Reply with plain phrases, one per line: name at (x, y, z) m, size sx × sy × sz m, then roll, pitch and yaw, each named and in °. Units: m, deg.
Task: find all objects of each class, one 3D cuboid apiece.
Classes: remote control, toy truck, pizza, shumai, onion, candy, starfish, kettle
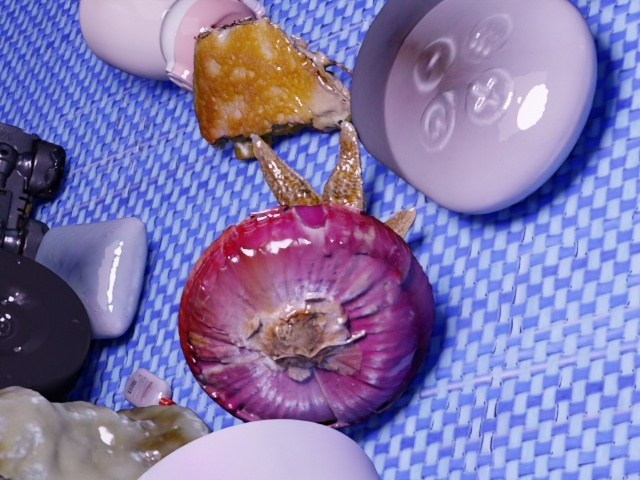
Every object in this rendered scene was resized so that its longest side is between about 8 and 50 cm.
remote control at (0.137, -0.149, 1.796) m, size 0.221 × 0.103 × 0.332 m, roll -59°, pitch 34°, yaw 6°
toy truck at (-0.408, -0.033, 2.323) m, size 0.165 × 0.147 × 0.224 m, roll 131°, pitch 148°, yaw -53°
pizza at (-0.049, -0.170, 2.026) m, size 0.226 × 0.069 × 0.147 m, roll -13°, pitch 96°, yaw 41°
shumai at (-0.302, 0.280, 1.796) m, size 0.397 × 0.323 × 0.324 m, roll -36°, pitch 39°, yaw 27°
onion at (-0.011, 0.060, 1.729) m, size 0.230 × 0.230 × 0.163 m, roll -43°, pitch 13°, yaw 18°
candy at (-0.261, 0.046, 2.132) m, size 0.174 × 0.071 × 0.138 m, roll -7°, pitch 68°, yaw 47°
starfish at (0.000, 0.000, 1.859) m, size 0.235 × 0.062 × 0.277 m, roll -37°, pitch 52°, yaw 33°
kettle at (-0.376, 0.184, 2.069) m, size 0.251 × 0.207 × 0.271 m, roll 62°, pitch 140°, yaw 32°

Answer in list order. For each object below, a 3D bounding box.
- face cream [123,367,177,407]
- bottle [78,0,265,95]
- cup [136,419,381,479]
face cream at (-0.175, 0.161, 1.989) m, size 0.083 × 0.021 × 0.040 m, roll 24°, pitch 83°, yaw 54°
bottle at (-0.157, -0.242, 2.180) m, size 0.236 × 0.147 × 0.148 m, roll 27°, pitch 85°, yaw 46°
cup at (-0.011, 0.335, 1.481) m, size 0.253 × 0.253 × 0.371 m, roll -47°, pitch 39°, yaw 13°
